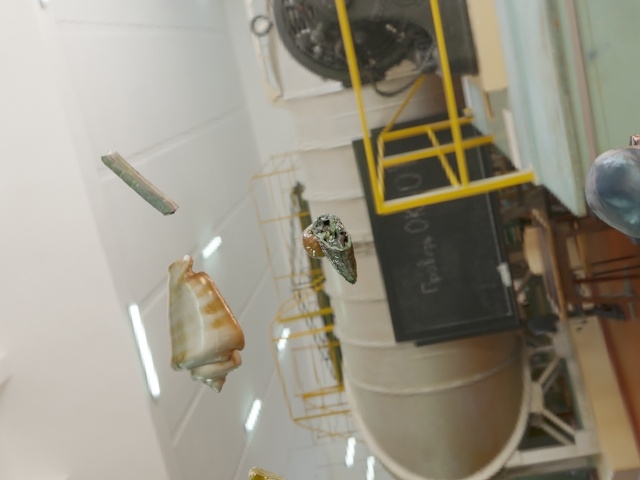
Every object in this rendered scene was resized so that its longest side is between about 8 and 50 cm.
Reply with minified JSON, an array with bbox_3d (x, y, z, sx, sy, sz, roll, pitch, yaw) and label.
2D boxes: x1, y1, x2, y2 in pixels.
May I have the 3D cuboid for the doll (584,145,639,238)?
[{"bbox_3d":[0.541,-0.059,1.280,0.258,0.154,0.228,33,174,24],"label":"doll"}]

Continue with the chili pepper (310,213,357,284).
[{"bbox_3d":[0.041,0.035,1.559,0.088,0.059,0.227,56,176,29],"label":"chili pepper"}]

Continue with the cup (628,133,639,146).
[{"bbox_3d":[0.716,-0.111,1.576,0.255,0.256,0.179,-33,-55,-71],"label":"cup"}]

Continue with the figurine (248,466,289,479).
[{"bbox_3d":[-0.055,0.389,0.939,0.215,0.215,0.228,70,-151,-50],"label":"figurine"}]

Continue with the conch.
[{"bbox_3d":[-0.238,0.166,1.536,0.158,0.127,0.255,-28,92,56],"label":"conch"}]

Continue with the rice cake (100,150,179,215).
[{"bbox_3d":[-0.419,-0.133,1.923,0.211,0.034,0.043,41,-157,-11],"label":"rice cake"}]

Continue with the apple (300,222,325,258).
[{"bbox_3d":[0.000,0.000,1.776,0.071,0.084,0.084,54,-162,-23],"label":"apple"}]
